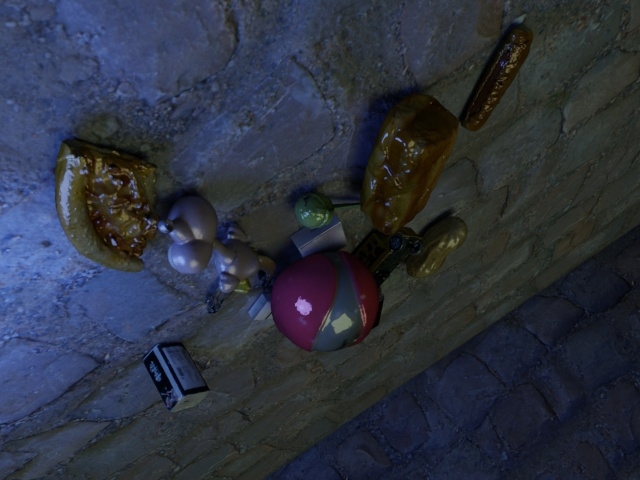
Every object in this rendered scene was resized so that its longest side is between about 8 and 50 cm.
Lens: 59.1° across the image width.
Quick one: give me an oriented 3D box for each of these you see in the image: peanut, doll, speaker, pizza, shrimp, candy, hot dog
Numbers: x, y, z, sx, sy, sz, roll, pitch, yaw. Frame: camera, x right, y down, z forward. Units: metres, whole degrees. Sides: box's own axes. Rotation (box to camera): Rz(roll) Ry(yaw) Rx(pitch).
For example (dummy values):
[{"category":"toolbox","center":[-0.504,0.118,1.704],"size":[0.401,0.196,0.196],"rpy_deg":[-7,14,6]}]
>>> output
[{"category":"peanut","center":[0.378,0.030,1.879],"size":[0.125,0.111,0.274],"rpy_deg":[-1,136,-40]},{"category":"doll","center":[-0.224,0.018,1.201],"size":[0.094,0.160,0.365],"rpy_deg":[1,163,24]},{"category":"speaker","center":[0.006,0.165,1.516],"size":[0.294,0.294,0.294],"rpy_deg":[-26,150,-16]},{"category":"pizza","center":[-0.369,-0.052,1.012],"size":[0.182,0.074,0.365],"rpy_deg":[-22,149,-21]},{"category":"shrimp","center":[-0.205,0.113,1.461],"size":[0.219,0.046,0.152],"rpy_deg":[-47,146,20]},{"category":"candy","center":[0.058,-0.086,1.421],"size":[0.335,0.092,0.093],"rpy_deg":[-11,156,-50]},{"category":"hot dog","center":[0.429,-0.384,1.376],"size":[0.088,0.061,0.286],"rpy_deg":[-29,154,-34]}]

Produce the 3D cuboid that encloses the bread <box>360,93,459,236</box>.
[{"category":"bread","center":[0.191,-0.175,1.334],"size":[0.195,0.149,0.344],"rpy_deg":[-35,156,-30]}]

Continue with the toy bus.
[{"category":"toy bus","center":[0.158,0.080,1.709],"size":[0.121,0.123,0.335],"rpy_deg":[7,130,-49]}]

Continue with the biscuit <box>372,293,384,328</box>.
[{"category":"biscuit","center":[0.160,0.251,2.020],"size":[0.106,0.070,0.252],"rpy_deg":[-27,150,-16]}]

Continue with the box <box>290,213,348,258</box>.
[{"category":"box","center":[0.000,0.000,1.501],"size":[0.130,0.051,0.129],"rpy_deg":[-33,151,-5]}]

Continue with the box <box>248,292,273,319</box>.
[{"category":"box","center":[-0.128,0.192,1.662],"size":[0.154,0.040,0.084],"rpy_deg":[3,136,-47]}]

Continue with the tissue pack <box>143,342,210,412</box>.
[{"category":"tissue pack","center":[-0.385,0.362,1.508],"size":[0.090,0.170,0.103],"rpy_deg":[-49,150,23]}]
